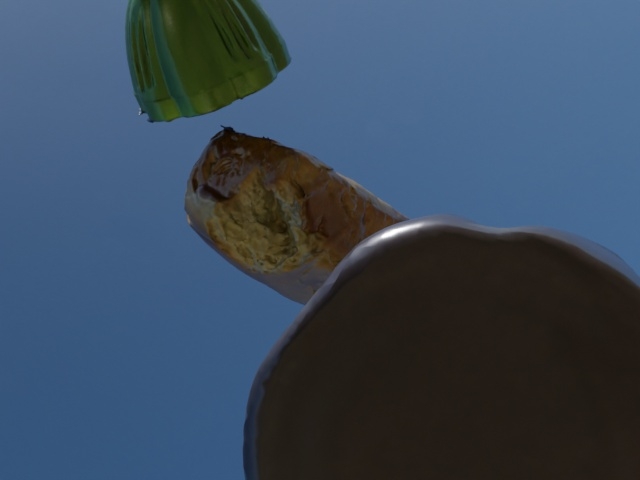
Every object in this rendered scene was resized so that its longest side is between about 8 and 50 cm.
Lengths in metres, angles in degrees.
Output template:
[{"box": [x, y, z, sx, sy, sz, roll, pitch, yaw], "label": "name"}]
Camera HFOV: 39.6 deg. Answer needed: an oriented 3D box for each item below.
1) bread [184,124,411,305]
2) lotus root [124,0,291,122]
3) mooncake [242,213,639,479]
[{"box": [-0.005, 0.004, 1.046, 0.344, 0.195, 0.148, 30, -98, -46], "label": "bread"}, {"box": [-0.143, -0.239, 0.958, 0.186, 0.186, 0.186, -3, -83, -31], "label": "lotus root"}, {"box": [0.082, 0.105, 0.477, 0.133, 0.245, 0.244, -12, -75, -74], "label": "mooncake"}]
